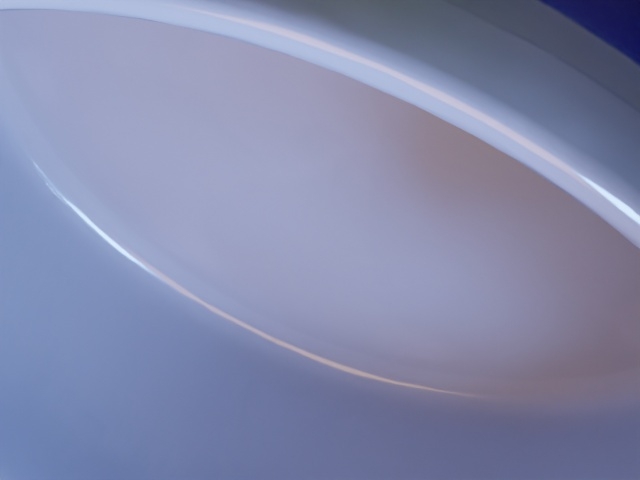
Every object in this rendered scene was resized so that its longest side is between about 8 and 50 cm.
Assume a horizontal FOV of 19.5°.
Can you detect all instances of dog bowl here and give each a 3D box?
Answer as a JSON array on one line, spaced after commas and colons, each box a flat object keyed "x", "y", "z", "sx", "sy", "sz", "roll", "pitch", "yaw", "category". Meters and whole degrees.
[{"x": 0.000, "y": 0.000, "z": 0.456, "sx": 0.265, "sy": 0.104, "sz": 0.265, "roll": 16, "pitch": 144, "yaw": 12, "category": "dog bowl"}]
